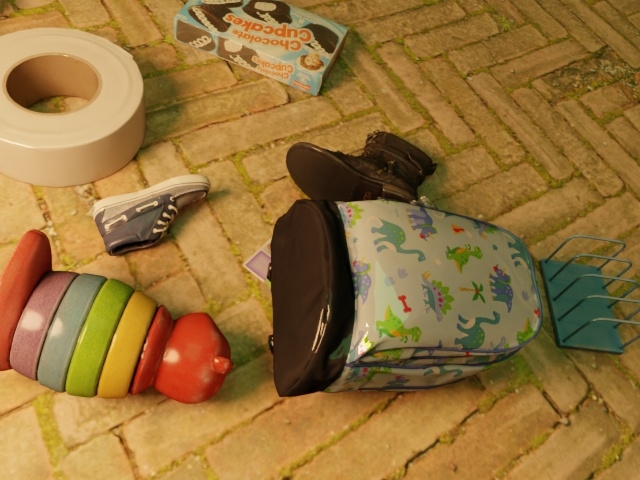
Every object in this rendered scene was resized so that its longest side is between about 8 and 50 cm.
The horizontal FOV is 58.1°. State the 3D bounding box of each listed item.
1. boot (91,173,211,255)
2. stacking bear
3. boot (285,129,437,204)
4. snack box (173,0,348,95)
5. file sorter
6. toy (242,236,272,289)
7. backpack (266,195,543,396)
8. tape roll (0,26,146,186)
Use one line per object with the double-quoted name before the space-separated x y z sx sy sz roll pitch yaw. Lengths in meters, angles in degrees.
"boot" -0.255 -0.038 0.912 0.190 0.069 0.086 -20 70 -16
"stacking bear" -0.257 0.127 0.744 0.289 0.175 0.164 18 52 -11
"boot" 0.081 -0.137 1.031 0.263 0.091 0.229 26 37 -4
"snack box" -0.120 -0.436 1.212 0.322 0.060 0.187 22 55 1
"file sorter" 0.466 0.089 0.976 0.118 0.104 0.170 8 55 -9
"toy" 0.000 0.000 0.949 0.137 0.056 0.237 37 56 10
"backpack" 0.131 0.083 0.824 0.355 0.273 0.290 20 52 -30
"tape roll" -0.440 -0.229 0.969 0.286 0.100 0.286 6 55 -9
